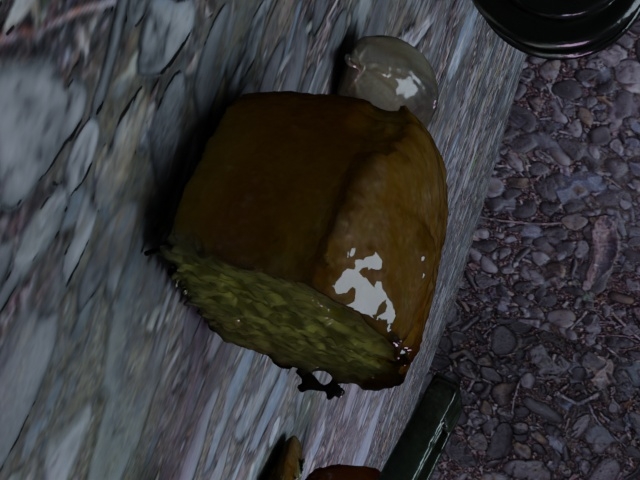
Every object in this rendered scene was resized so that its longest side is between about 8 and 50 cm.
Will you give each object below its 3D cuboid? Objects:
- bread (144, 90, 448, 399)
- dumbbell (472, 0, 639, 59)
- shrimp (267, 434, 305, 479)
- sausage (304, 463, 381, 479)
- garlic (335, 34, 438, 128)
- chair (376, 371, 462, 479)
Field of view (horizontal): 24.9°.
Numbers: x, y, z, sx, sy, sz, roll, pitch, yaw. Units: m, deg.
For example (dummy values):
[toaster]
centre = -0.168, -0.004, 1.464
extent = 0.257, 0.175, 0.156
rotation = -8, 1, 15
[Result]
[bread]
centre = 0.003, -0.007, 0.746
extent = 0.260, 0.129, 0.134
rotation = 86, 23, -74
[dumbbell]
centre = 0.238, -0.279, 1.442
extent = 0.290, 0.192, 0.192
rotation = -13, 121, -81
[shrimp]
centre = -0.040, 0.232, 1.313
extent = 0.184, 0.043, 0.091
rotation = -61, 162, -79
[sausage]
centre = 0.008, 0.359, 1.490
extent = 0.141, 0.153, 0.268
rotation = 67, 44, -61
[garlic]
centre = 0.047, -0.100, 1.014
extent = 0.152, 0.066, 0.084
rotation = 100, 14, -57
[chair]
centre = -0.034, 0.187, 0.853
extent = 0.136, 0.147, 0.270
rotation = 62, 50, -76
